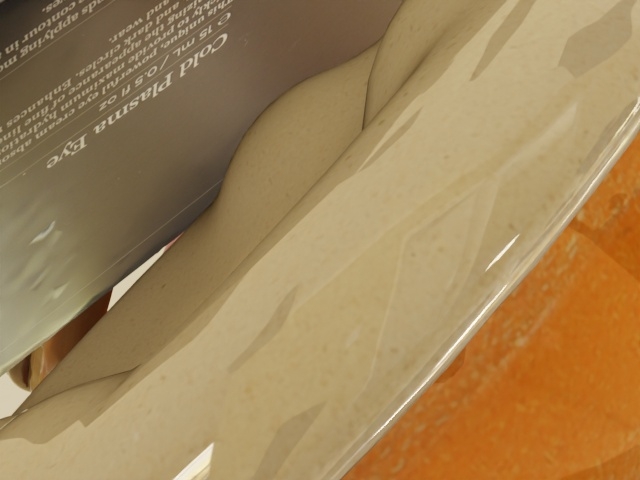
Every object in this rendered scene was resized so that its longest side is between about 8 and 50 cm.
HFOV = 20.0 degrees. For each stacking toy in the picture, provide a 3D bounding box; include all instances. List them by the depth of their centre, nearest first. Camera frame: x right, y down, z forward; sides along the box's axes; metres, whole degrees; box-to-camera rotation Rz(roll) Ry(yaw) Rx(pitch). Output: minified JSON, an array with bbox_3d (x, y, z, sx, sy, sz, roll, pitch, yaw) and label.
[{"bbox_3d":[0.119,0.167,0.554,0.350,0.480,0.350,-45,7,7],"label":"stacking toy"}]

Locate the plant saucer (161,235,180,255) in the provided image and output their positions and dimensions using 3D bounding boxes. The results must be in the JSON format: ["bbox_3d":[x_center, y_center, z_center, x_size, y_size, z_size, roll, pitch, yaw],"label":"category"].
[{"bbox_3d":[0.000,0.000,1.162,0.084,0.332,0.332,32,-61,-22],"label":"plant saucer"}]

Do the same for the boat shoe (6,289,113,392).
[{"bbox_3d":[-0.151,-0.004,0.997,0.073,0.073,0.207,-46,-24,-53],"label":"boat shoe"}]

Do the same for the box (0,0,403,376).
[{"bbox_3d":[-0.096,-0.134,0.756,0.343,0.179,0.312,-39,-15,-24],"label":"box"}]
